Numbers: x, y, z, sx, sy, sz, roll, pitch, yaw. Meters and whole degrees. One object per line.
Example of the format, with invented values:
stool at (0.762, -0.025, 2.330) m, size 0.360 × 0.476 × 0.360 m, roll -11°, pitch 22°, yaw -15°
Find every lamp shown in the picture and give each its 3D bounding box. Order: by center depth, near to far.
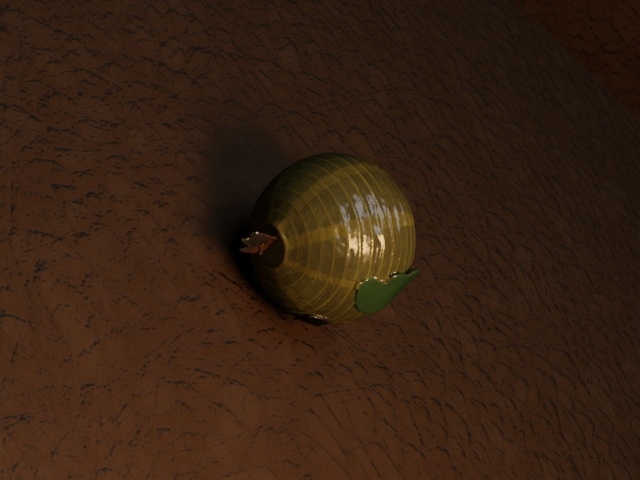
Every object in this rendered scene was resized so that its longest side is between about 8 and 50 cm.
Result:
lamp at (0.000, 0.000, 2.418) m, size 0.284 × 0.250 × 0.250 m, roll -5°, pitch 66°, yaw -45°
